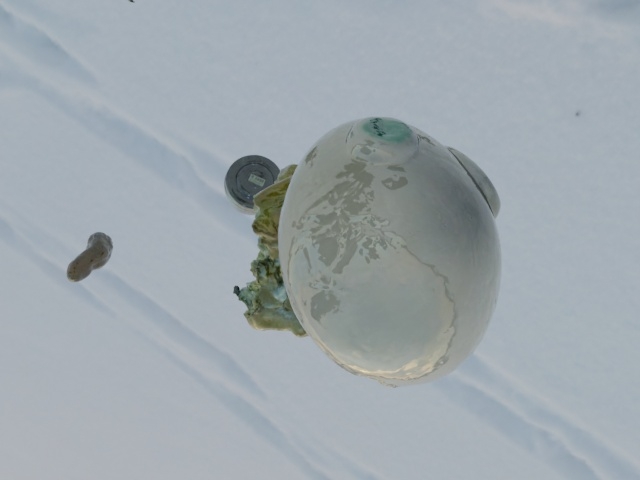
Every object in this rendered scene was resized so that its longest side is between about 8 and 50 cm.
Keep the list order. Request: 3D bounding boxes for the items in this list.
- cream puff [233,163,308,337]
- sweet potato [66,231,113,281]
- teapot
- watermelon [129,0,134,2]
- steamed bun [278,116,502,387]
[{"bbox_3d":[0.006,0.001,1.088,0.195,0.194,0.221,25,129,13],"label":"cream puff"},{"bbox_3d":[-0.414,0.029,1.692,0.053,0.182,0.054,-41,104,19],"label":"sweet potato"},{"bbox_3d":[-0.117,-0.103,1.778,0.111,0.149,0.108,63,160,8],"label":"teapot"},{"bbox_3d":[-0.359,-0.480,1.419,0.301,0.129,0.123,39,-177,18],"label":"watermelon"},{"bbox_3d":[0.063,-0.006,0.722,0.177,0.228,0.131,25,133,-29],"label":"steamed bun"}]
